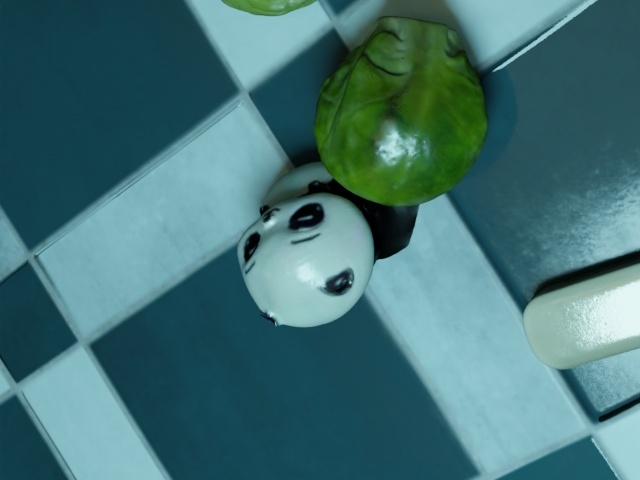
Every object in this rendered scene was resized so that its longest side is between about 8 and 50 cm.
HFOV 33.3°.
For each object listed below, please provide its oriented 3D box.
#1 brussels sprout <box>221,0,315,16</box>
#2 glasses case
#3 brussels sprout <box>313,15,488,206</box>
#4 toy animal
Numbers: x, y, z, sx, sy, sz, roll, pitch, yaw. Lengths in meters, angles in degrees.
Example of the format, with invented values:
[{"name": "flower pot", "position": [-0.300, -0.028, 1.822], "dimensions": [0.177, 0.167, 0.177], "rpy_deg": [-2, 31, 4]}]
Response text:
[{"name": "brussels sprout", "position": [-0.064, -0.296, 1.065], "dimensions": [0.149, 0.122, 0.152], "rpy_deg": [38, 112, 14]}, {"name": "glasses case", "position": [0.294, 0.064, 1.034], "dimensions": [0.196, 0.050, 0.083], "rpy_deg": [-20, 91, 25]}, {"name": "brussels sprout", "position": [0.082, -0.123, 1.032], "dimensions": [0.161, 0.143, 0.181], "rpy_deg": [30, 102, 43]}, {"name": "toy animal", "position": [0.000, 0.000, 1.082], "dimensions": [0.166, 0.179, 0.138], "rpy_deg": [-29, 104, 33]}]
